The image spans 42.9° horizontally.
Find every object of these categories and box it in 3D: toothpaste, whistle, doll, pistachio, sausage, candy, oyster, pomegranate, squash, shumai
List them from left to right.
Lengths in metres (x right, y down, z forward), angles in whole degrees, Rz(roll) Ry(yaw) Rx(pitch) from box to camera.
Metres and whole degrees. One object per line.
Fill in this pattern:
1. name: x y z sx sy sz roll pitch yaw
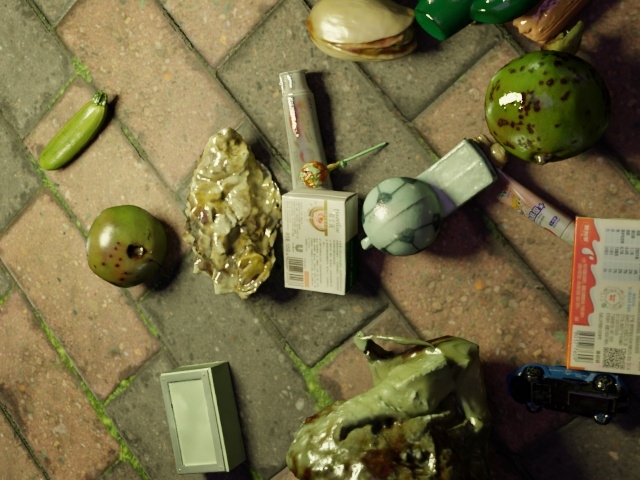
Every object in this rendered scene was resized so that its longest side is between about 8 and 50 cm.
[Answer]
1. squash: -0.555 -0.246 1.861 0.252 0.066 0.066 -40 79 22
2. pomegranate: -0.432 -0.003 1.786 0.179 0.179 0.210 -53 44 18
3. oyster: -0.196 -0.059 1.697 0.238 0.115 0.351 5 97 23
4. toothpaste: -0.028 -0.179 1.646 0.100 0.066 0.323 -6 97 19
5. candy: 0.046 -0.154 1.604 0.185 0.055 0.049 -23 40 0
6. pistachio: 0.076 -0.402 1.539 0.215 0.144 0.144 14 100 24
7. whistle: 0.175 -0.064 1.510 0.290 0.163 0.163 -40 79 35
8. shumai: 0.174 0.330 1.471 0.395 0.395 0.348 20 81 21
9. doll: 0.304 -0.165 1.506 0.093 0.051 0.061 9 128 20
10. toothpaste: 0.390 -0.060 1.483 0.194 0.043 0.067 35 144 17
11. pomegranate: 0.390 -0.250 1.391 0.211 0.211 0.263 5 72 23
12. sausage: 0.453 -0.463 1.398 0.086 0.086 0.289 46 110 13

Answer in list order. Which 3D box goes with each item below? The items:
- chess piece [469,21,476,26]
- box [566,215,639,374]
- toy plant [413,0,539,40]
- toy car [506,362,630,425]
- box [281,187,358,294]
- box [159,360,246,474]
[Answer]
1. chess piece: 0.306 -0.435 1.495 0.092 0.035 0.035 -33 82 18
2. box: 0.567 0.098 1.400 0.265 0.048 0.273 4 96 14
3. toy plant: 0.273 -0.464 1.434 0.243 0.112 0.232 -22 61 11
4. toy car: 0.446 0.268 1.471 0.216 0.063 0.103 6 130 22
5. box: 0.000 0.000 1.618 0.135 0.081 0.199 7 111 21
6. box: -0.257 0.387 1.778 0.129 0.086 0.225 -11 90 24
